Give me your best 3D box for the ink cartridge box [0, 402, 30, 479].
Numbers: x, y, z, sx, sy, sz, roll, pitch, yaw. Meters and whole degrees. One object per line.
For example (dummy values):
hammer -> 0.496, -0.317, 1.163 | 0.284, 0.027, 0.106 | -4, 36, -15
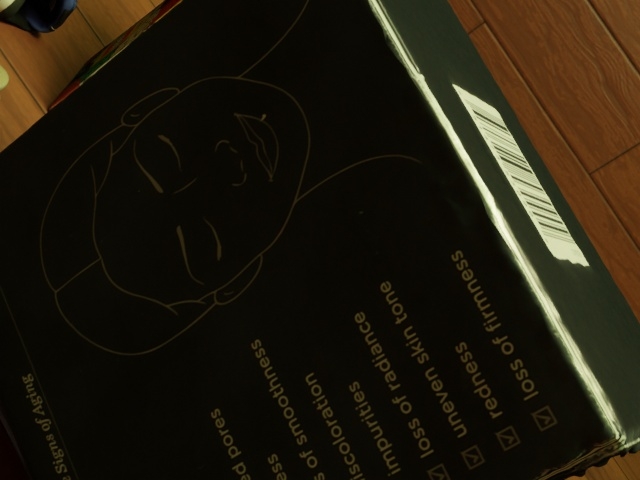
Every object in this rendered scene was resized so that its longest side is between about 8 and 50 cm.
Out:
ink cartridge box -> -0.207, 0.205, 1.087 | 0.185, 0.065, 0.311 | 60, 20, 9

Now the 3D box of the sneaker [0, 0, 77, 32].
sneaker -> -0.394, -0.378, 1.444 | 0.182, 0.127, 0.315 | 49, 30, -25

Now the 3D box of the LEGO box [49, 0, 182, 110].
LEGO box -> -0.043, -0.134, 1.471 | 0.500, 0.372, 0.193 | 47, 24, -19

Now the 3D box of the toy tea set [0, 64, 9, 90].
toy tea set -> -0.434, -0.131, 1.069 | 0.200, 0.124, 0.336 | 26, 27, 4

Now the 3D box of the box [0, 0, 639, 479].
box -> -0.023, 0.060, 0.959 | 0.297, 0.472, 0.479 | 9, 51, -63
